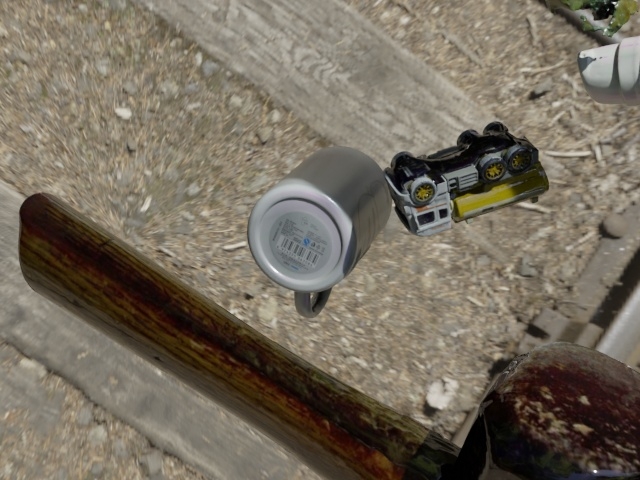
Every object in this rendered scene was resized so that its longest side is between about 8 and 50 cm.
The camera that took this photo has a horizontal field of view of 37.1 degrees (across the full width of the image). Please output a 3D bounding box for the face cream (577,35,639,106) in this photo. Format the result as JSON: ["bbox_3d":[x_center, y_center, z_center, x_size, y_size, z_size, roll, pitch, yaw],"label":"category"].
[{"bbox_3d":[0.493,-0.218,1.157,0.102,0.345,0.102,5,84,-56],"label":"face cream"}]

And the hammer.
[{"bbox_3d":[-0.024,0.097,0.558,0.408,0.243,0.095,28,43,16],"label":"hammer"}]

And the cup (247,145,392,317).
[{"bbox_3d":[0.009,-0.005,0.852,0.099,0.133,0.136,-16,103,22],"label":"cup"}]

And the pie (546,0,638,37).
[{"bbox_3d":[0.402,-0.406,1.159,0.371,0.078,0.297,-14,92,-21],"label":"pie"}]

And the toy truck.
[{"bbox_3d":[0.114,-0.044,0.736,0.123,0.052,0.063,-18,126,-7],"label":"toy truck"}]
